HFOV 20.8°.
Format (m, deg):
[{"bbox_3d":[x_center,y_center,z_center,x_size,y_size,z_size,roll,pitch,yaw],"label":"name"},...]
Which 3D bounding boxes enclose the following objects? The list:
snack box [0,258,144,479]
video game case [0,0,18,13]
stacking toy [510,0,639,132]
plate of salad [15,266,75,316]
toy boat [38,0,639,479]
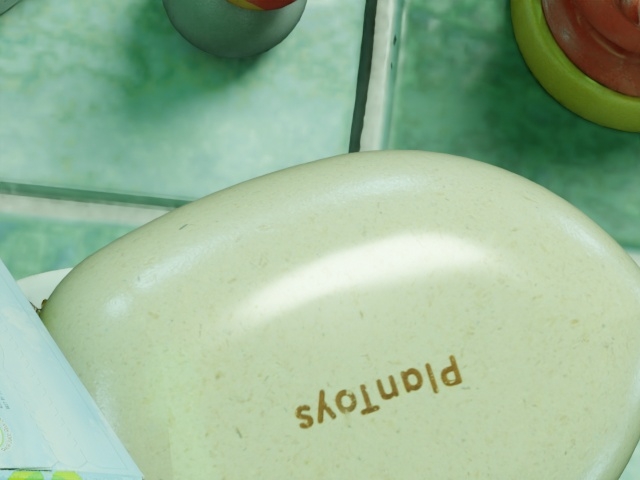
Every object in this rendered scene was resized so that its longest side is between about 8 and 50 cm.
[{"bbox_3d":[-0.148,0.129,0.644,0.070,0.174,0.207,8,110,-31],"label":"snack box"},{"bbox_3d":[-0.136,-0.258,0.801,0.210,0.042,0.232,-36,92,-3],"label":"video game case"},{"bbox_3d":[0.238,-0.198,0.751,0.279,0.130,0.309,9,81,5],"label":"stacking toy"},{"bbox_3d":[-0.102,0.108,0.754,0.200,0.048,0.200,-1,80,3],"label":"plate of salad"},{"bbox_3d":[0.000,0.000,0.727,0.267,0.148,0.318,-10,83,-17],"label":"toy boat"}]
